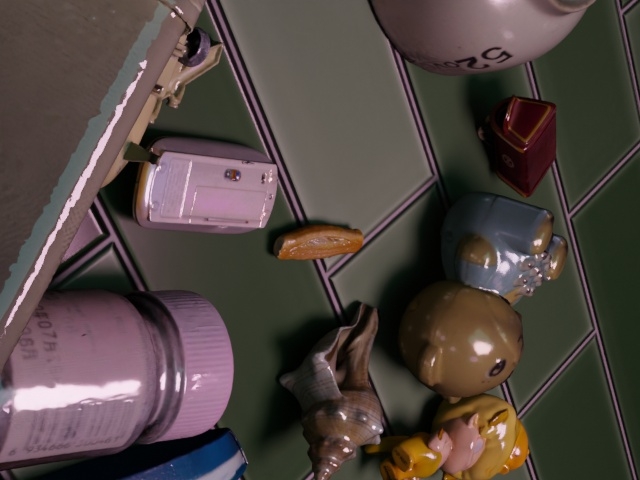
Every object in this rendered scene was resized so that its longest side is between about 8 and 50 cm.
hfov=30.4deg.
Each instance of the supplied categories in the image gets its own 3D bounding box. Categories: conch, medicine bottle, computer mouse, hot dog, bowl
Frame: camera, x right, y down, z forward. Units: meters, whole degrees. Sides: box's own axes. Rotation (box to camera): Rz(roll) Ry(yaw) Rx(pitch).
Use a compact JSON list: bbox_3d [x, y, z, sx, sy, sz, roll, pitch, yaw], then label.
[{"bbox_3d":[0.008,0.179,1.407,0.137,0.114,0.233,34,41,-53],"label":"conch"},{"bbox_3d":[-0.231,0.125,1.112,0.273,0.165,0.165,0,101,-45],"label":"medicine bottle"},{"bbox_3d":[-0.125,-0.056,1.246,0.199,0.045,0.102,1,103,-49],"label":"computer mouse"},{"bbox_3d":[-0.001,0.000,1.394,0.137,0.028,0.044,-5,131,-40],"label":"hot dog"},{"bbox_3d":[0.233,-0.365,1.410,0.354,0.185,0.353,-14,111,-41],"label":"bowl"}]

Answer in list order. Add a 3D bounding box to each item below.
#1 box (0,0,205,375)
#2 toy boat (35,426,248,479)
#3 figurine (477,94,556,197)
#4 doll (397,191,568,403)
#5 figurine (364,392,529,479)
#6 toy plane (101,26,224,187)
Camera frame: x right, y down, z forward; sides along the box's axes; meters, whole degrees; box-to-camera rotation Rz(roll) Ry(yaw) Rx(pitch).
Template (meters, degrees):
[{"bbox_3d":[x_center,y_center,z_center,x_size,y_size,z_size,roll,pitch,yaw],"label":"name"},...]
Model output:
[{"bbox_3d":[-0.320,-0.116,0.877,0.352,0.177,0.343,27,83,-17],"label":"box"},{"bbox_3d":[-0.191,0.257,1.238,0.299,0.096,0.061,-11,100,-44],"label":"toy boat"},{"bbox_3d":[0.253,-0.141,1.548,0.082,0.098,0.154,-51,151,-18],"label":"figurine"},{"bbox_3d":[0.199,0.078,1.513,0.260,0.162,0.177,-68,156,-9],"label":"doll"},{"bbox_3d":[0.179,0.272,1.577,0.246,0.131,0.156,-4,138,-45],"label":"figurine"},{"bbox_3d":[-0.176,-0.173,1.137,0.242,0.104,0.256,18,82,-60],"label":"toy plane"}]
